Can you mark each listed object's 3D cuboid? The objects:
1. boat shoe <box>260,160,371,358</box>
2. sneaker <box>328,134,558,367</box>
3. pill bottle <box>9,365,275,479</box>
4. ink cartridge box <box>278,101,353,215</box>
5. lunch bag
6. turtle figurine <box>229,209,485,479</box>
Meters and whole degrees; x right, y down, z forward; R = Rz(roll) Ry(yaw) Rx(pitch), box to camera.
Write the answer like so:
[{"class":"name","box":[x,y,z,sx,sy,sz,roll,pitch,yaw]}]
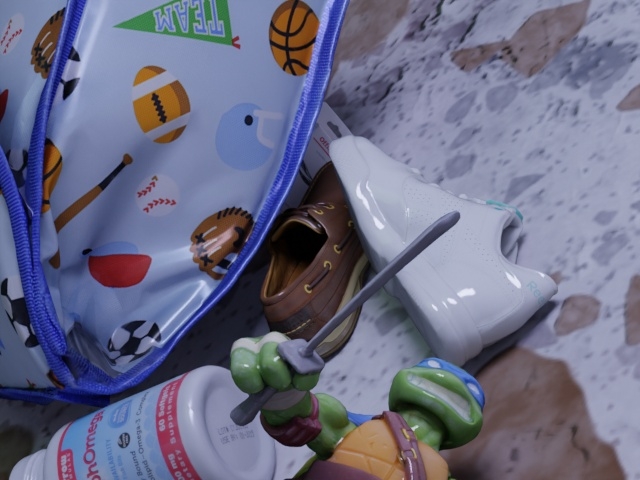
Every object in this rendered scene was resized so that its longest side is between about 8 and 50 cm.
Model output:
[{"class":"boat shoe","box":[0.000,0.000,1.331,0.064,0.060,0.178,-22,34,30]},{"class":"sneaker","box":[0.077,-0.006,1.244,0.094,0.080,0.212,-27,42,-5]},{"class":"pill bottle","box":[-0.114,0.142,1.242,0.160,0.087,0.087,-24,33,28]},{"class":"ink cartridge box","box":[-0.009,-0.053,1.427,0.083,0.048,0.028,-44,28,-4]},{"class":"lunch bag","box":[-0.167,-0.075,1.398,0.328,0.239,0.385,-5,67,63]},{"class":"turtle figurine","box":[0.024,0.142,0.967,0.275,0.198,0.266,-4,44,53]}]
